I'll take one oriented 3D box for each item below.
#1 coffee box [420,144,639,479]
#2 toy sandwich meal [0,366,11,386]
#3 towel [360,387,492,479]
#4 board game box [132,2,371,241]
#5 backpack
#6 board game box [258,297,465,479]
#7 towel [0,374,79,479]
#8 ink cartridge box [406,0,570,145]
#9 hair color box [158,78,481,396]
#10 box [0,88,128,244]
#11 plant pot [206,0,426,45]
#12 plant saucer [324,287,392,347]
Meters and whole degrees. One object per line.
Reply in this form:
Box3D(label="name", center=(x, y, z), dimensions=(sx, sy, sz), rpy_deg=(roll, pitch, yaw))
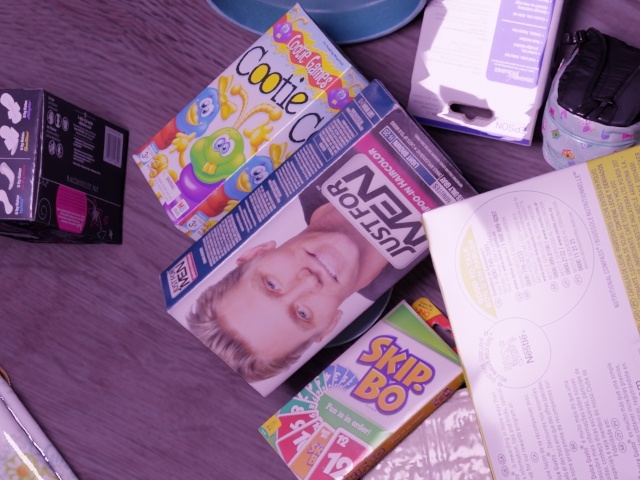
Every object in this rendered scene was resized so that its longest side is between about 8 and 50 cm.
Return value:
Box3D(label="coffee box", center=(0.327, 0.099, 1.324), dimensions=(0.334, 0.337, 0.338), rpy_deg=(-18, 80, 14))
Box3D(label="toy sandwich meal", center=(-0.452, 0.198, 1.695), dimensions=(0.085, 0.029, 0.086), rpy_deg=(-2, 83, 16))
Box3D(label="towel", center=(0.138, 0.315, 1.482), dimensions=(0.187, 0.049, 0.282), rpy_deg=(-11, 68, 16))
Box3D(label="board game box", center=(-0.064, -0.123, 1.542), dimensions=(0.275, 0.142, 0.144), rpy_deg=(-42, 51, 7))
Box3D(label="backpack", center=(0.323, -0.149, 1.439), dimensions=(0.152, 0.182, 0.115), rpy_deg=(17, 131, 20))
Box3D(label="board game box", center=(0.061, 0.184, 1.513), dimensions=(0.259, 0.039, 0.124), rpy_deg=(-40, 58, -6))
Box3D(label="towel", center=(-0.466, 0.367, 1.637), dimensions=(0.320, 0.090, 0.374), rpy_deg=(-41, 81, 10))
Box3D(label="ink cartridge box", center=(0.213, -0.290, 1.526), dimensions=(0.165, 0.065, 0.333), rpy_deg=(15, 99, 17))
Box3D(label="hair color box", center=(0.000, 0.000, 1.469), dimensions=(0.347, 0.105, 0.174), rpy_deg=(-42, 116, 8))
Box3D(label="box", center=(-0.356, -0.088, 1.587), dimensions=(0.142, 0.247, 0.163), rpy_deg=(1, 84, 15))
Box3D(label="plant pot", center=(-0.002, -0.411, 1.532), dimensions=(0.271, 0.271, 0.255), rpy_deg=(-3, 67, 16))
Box3D(label="plant saucer", center=(0.002, 0.037, 1.581), dimensions=(0.195, 0.037, 0.195), rpy_deg=(-2, 84, 16))
